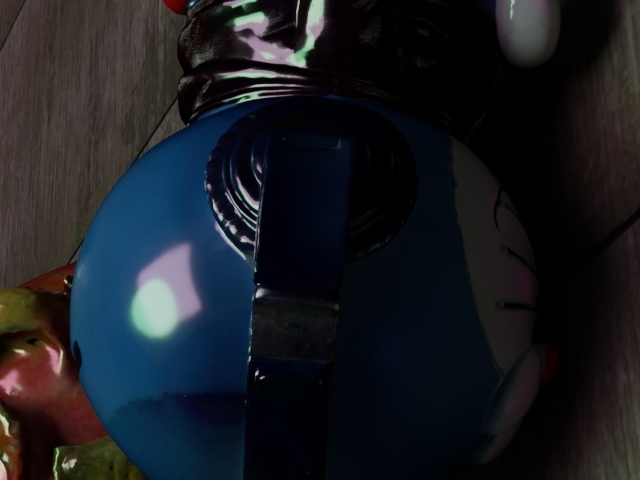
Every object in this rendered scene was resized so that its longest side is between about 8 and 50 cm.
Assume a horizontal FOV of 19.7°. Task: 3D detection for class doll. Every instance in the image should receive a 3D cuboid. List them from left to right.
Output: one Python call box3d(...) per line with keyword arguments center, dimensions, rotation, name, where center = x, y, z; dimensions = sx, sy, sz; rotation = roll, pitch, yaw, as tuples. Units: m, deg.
box3d(center=(0.000, 0.000, 0.924), dimensions=(0.284, 0.240, 0.310), rotation=(93, -179, -69), name="doll")

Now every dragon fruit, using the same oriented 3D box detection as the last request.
box3d(center=(-0.182, 0.131, 1.244), dimensions=(0.314, 0.263, 0.296), rotation=(-175, 97, -68), name="dragon fruit")
